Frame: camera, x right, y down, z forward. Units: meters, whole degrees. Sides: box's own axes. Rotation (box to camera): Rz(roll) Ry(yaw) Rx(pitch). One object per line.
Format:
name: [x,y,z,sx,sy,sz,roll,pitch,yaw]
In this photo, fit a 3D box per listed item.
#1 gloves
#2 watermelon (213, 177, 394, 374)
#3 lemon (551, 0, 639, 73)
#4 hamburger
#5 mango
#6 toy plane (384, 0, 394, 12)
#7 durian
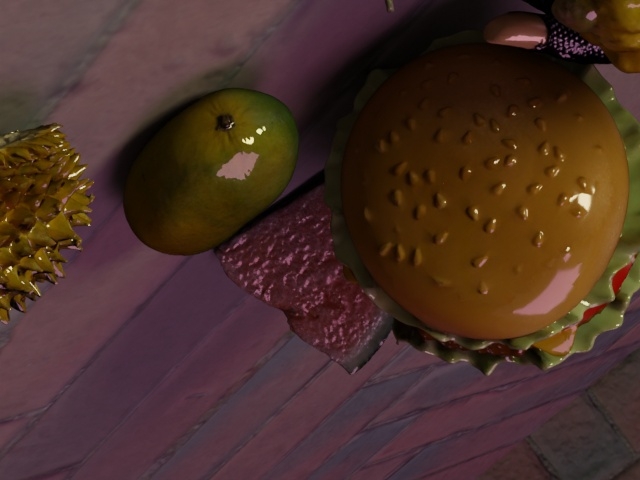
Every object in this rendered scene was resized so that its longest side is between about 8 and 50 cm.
gloves: [0.177,-0.213,1.363,0.180,0.106,0.129,19,126,-30]
watermelon: [0.023,0.007,1.620,0.202,0.136,0.207,-28,148,-32]
lemon: [0.301,-0.241,1.197,0.316,0.285,0.285,1,145,-33]
hamburger: [0.136,-0.034,1.435,0.274,0.274,0.212,-34,161,5]
mango: [-0.086,-0.043,1.344,0.122,0.085,0.191,-21,158,-41]
toy plane: [0.045,-0.226,1.097,0.108,0.092,0.286,-13,163,7]
durian: [-0.245,0.007,1.145,0.249,0.138,0.183,-22,152,-48]
